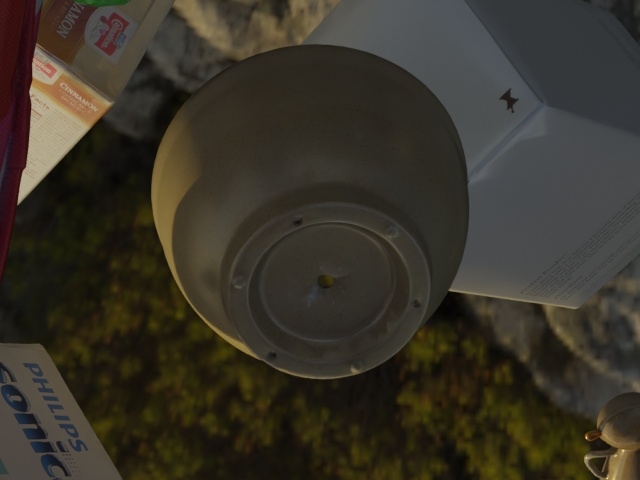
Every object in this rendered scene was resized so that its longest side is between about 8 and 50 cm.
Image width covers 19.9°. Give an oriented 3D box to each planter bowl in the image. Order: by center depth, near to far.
[{"bbox_3d":[0.000,0.000,0.889,0.162,0.109,0.162,-3,120,-5],"label":"planter bowl"}]

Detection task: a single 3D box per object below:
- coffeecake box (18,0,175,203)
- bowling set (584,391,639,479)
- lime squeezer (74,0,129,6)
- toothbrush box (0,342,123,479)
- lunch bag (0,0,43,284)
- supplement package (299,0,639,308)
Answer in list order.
[{"bbox_3d":[-0.165,-0.099,1.087,0.068,0.142,0.185,37,136,-14],"label":"coffeecake box"},{"bbox_3d":[0.256,0.148,1.272,0.287,0.200,0.154,-13,136,-5],"label":"bowling set"},{"bbox_3d":[-0.006,-0.190,0.338,0.059,0.110,0.310,-7,111,-26],"label":"lime squeezer"},{"bbox_3d":[-0.205,0.222,0.882,0.126,0.216,0.295,7,131,-50],"label":"toothbrush box"},{"bbox_3d":[-0.209,-0.057,0.480,0.258,0.120,0.293,7,96,-28],"label":"lunch bag"},{"bbox_3d":[0.129,-0.078,1.322,0.177,0.175,0.293,-44,151,23],"label":"supplement package"}]
